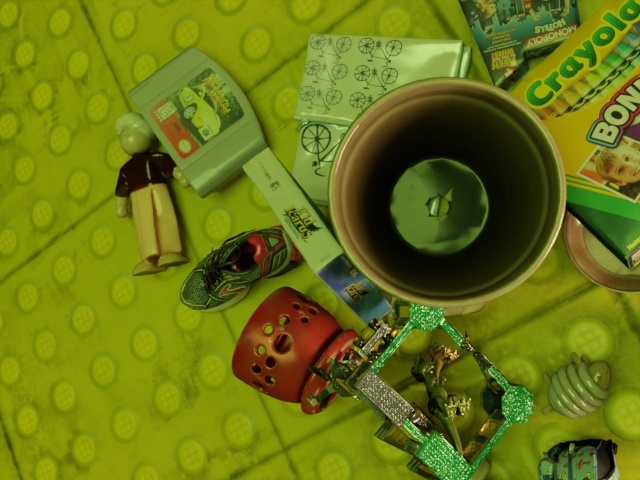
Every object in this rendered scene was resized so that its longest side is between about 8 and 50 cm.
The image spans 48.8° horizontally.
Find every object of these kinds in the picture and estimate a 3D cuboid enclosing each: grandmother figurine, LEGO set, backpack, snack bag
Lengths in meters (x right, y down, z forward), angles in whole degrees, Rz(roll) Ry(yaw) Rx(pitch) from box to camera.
[{"bbox_3d":[-0.360,-0.109,1.484,0.208,0.104,0.342,-17,81,14],"label":"grandmother figurine"},{"bbox_3d":[0.158,0.239,1.158,0.331,0.192,0.255,38,75,-13],"label":"LEGO set"},{"bbox_3d":[0.388,0.384,1.049,0.117,0.173,0.158,-10,82,24],"label":"backpack"},{"bbox_3d":[0.091,-0.211,1.313,0.323,0.037,0.342,12,91,25],"label":"snack bag"}]

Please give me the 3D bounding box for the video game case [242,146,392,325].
[{"bbox_3d":[0.000,0.000,1.185,0.061,0.269,0.244,-38,59,2],"label":"video game case"}]

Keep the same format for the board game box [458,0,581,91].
[{"bbox_3d":[0.338,-0.355,1.196,0.194,0.060,0.194,-9,83,24],"label":"board game box"}]

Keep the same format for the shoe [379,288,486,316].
[{"bbox_3d":[0.177,0.097,1.235,0.219,0.058,0.076,-4,84,25],"label":"shoe"}]

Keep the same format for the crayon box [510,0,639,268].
[{"bbox_3d":[0.487,-0.195,1.058,0.363,0.106,0.313,-44,63,11],"label":"crayon box"}]

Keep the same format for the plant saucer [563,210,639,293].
[{"bbox_3d":[0.488,-0.016,1.111,0.199,0.036,0.198,-2,85,26],"label":"plant saucer"}]

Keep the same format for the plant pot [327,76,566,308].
[{"bbox_3d":[0.190,-0.064,1.099,0.323,0.280,0.323,0,89,9],"label":"plant pot"}]

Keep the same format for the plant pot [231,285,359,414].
[{"bbox_3d":[-0.037,0.202,1.256,0.174,0.191,0.191,29,98,22],"label":"plant pot"}]

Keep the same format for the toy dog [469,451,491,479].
[{"bbox_3d":[0.220,0.515,1.124,0.220,0.161,0.333,14,92,26],"label":"toy dog"}]

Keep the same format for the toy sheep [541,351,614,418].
[{"bbox_3d":[0.400,0.233,1.108,0.132,0.091,0.091,-48,68,29],"label":"toy sheep"}]

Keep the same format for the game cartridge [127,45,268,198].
[{"bbox_3d":[-0.242,-0.252,1.435,0.196,0.060,0.294,-36,73,-4],"label":"game cartridge"}]

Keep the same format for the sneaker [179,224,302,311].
[{"bbox_3d":[-0.177,0.050,1.363,0.299,0.112,0.121,-32,74,33],"label":"sneaker"}]
